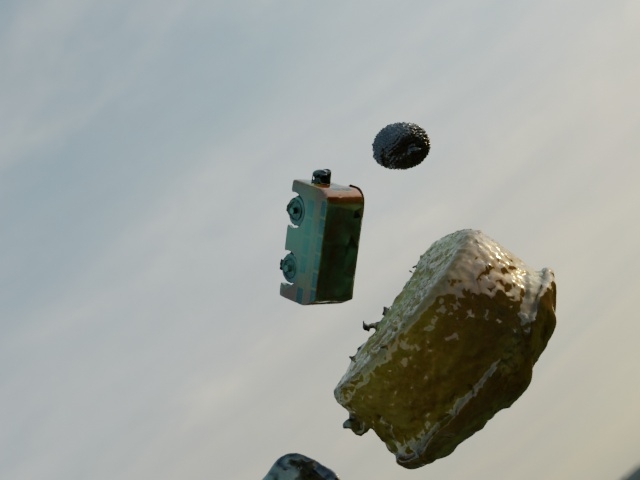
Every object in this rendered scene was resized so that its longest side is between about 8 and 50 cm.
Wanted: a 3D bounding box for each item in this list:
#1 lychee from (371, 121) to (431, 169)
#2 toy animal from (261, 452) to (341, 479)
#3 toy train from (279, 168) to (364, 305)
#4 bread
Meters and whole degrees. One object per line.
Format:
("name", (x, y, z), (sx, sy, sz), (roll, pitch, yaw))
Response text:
("lychee", (0.103, -0.119, 1.695), (0.067, 0.083, 0.068), (36, -103, -39))
("toy animal", (-0.043, 0.322, 1.402), (0.255, 0.170, 0.090), (-34, 6, 33))
("toy train", (0.000, 0.000, 1.786), (0.072, 0.099, 0.188), (0, -76, -33))
("bread", (0.121, 0.084, 1.174), (0.229, 0.143, 0.139), (-55, 3, -30))
